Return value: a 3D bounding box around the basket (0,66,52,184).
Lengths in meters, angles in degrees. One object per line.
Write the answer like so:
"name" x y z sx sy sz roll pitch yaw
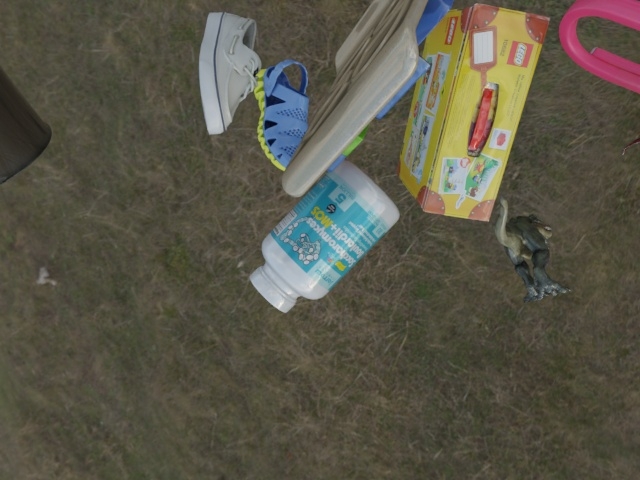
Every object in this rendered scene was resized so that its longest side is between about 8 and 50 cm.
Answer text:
"basket" -0.330 -0.144 0.349 0.204 0.154 0.227 11 136 32

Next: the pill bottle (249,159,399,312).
"pill bottle" 0.000 0.000 0.887 0.146 0.146 0.264 44 93 15

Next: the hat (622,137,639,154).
"hat" 0.505 -0.166 0.574 0.208 0.183 0.173 18 95 13

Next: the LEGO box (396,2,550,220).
"LEGO box" 0.383 -0.358 1.408 0.192 0.373 0.501 8 112 -6

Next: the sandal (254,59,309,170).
"sandal" -0.079 -0.311 1.237 0.138 0.126 0.318 -30 68 41

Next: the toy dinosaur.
"toy dinosaur" 0.260 0.016 0.642 0.064 0.268 0.118 -24 78 25

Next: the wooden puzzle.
"wooden puzzle" 0.083 -0.254 0.753 0.080 0.348 0.322 29 144 -15

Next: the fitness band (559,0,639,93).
"fitness band" 0.646 -0.412 1.074 0.290 0.209 0.054 37 87 27

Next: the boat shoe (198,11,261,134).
"boat shoe" -0.137 -0.270 0.807 0.088 0.268 0.096 -2 138 -3
